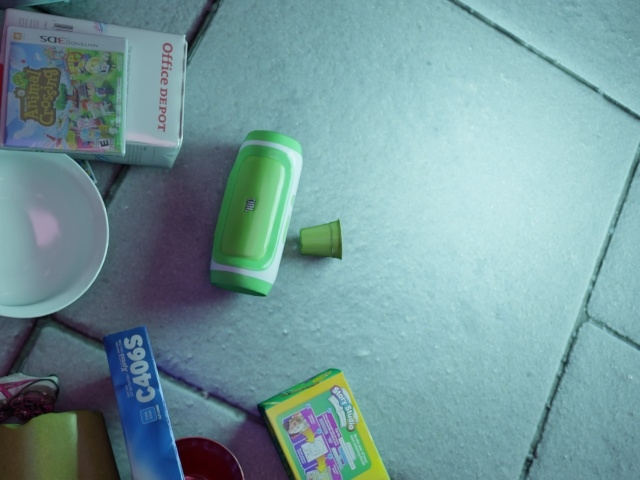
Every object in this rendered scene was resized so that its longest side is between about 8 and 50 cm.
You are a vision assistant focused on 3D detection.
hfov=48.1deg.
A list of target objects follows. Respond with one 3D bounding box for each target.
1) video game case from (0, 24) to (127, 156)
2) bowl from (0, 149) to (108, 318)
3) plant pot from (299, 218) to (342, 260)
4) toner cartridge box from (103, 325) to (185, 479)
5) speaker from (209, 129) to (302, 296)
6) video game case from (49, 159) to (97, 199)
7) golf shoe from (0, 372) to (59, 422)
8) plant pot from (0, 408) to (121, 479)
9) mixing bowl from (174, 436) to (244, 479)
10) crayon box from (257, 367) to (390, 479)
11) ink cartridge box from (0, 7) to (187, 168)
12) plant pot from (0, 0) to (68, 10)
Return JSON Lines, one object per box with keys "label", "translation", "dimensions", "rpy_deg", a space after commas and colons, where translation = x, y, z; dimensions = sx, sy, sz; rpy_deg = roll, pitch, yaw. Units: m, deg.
{"label": "video game case", "translation": [-0.420, -0.245, 1.182], "dimensions": [0.193, 0.023, 0.212], "rpy_deg": [2, 77, -16]}
{"label": "bowl", "translation": [-0.521, -0.014, 1.198], "dimensions": [0.298, 0.134, 0.298], "rpy_deg": [11, 74, -43]}
{"label": "plant pot", "translation": [0.000, 0.000, 1.406], "dimensions": [0.079, 0.083, 0.083], "rpy_deg": [-3, 83, -3]}
{"label": "toner cartridge box", "translation": [-0.274, 0.330, 1.160], "dimensions": [0.075, 0.165, 0.348], "rpy_deg": [-14, 59, -15]}
{"label": "speaker", "translation": [-0.120, -0.050, 1.348], "dimensions": [0.131, 0.131, 0.296], "rpy_deg": [15, 78, -13]}
{"label": "video game case", "translation": [-0.473, -0.144, 1.307], "dimensions": [0.087, 0.011, 0.122], "rpy_deg": [-24, 89, -17]}
{"label": "golf shoe", "translation": [-0.540, 0.267, 1.223], "dimensions": [0.186, 0.086, 0.067], "rpy_deg": [-1, 124, -2]}
{"label": "plant pot", "translation": [-0.425, 0.412, 1.144], "dimensions": [0.276, 0.276, 0.254], "rpy_deg": [-8, 74, -17]}
{"label": "mixing bowl", "translation": [-0.225, 0.444, 1.249], "dimensions": [0.181, 0.098, 0.181], "rpy_deg": [4, 57, -6]}
{"label": "crayon box", "translation": [0.015, 0.401, 1.345], "dimensions": [0.165, 0.081, 0.278], "rpy_deg": [-23, 89, -18]}
{"label": "ink cartridge box", "translation": [-0.402, -0.261, 1.274], "dimensions": [0.306, 0.131, 0.226], "rpy_deg": [6, 75, -18]}
{"label": "plant pot", "translation": [-0.499, -0.512, 1.245], "dimensions": [0.293, 0.293, 0.196], "rpy_deg": [-16, 113, -17]}
